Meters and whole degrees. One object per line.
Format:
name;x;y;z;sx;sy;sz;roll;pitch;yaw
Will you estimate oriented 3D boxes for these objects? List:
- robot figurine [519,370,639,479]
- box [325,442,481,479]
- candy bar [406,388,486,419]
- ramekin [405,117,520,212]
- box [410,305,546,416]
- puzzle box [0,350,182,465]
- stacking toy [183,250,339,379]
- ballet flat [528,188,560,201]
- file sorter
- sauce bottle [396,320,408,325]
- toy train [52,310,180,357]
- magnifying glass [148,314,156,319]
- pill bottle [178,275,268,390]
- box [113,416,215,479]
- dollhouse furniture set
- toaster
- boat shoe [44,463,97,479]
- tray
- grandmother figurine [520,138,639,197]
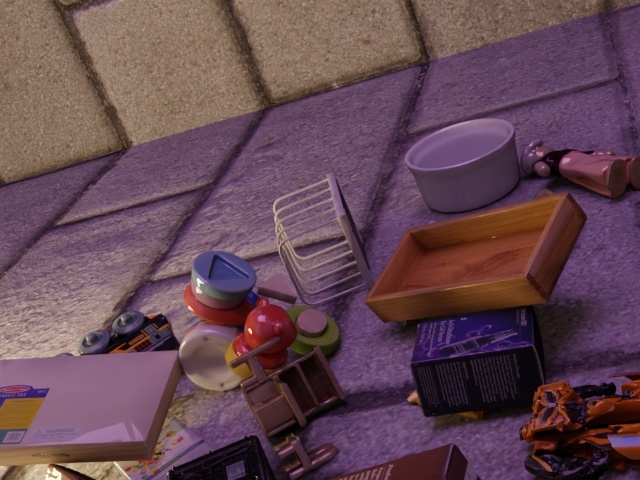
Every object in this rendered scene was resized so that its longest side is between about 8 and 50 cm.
robot figurine;0.428;0.260;1.326;0.291;0.085;0.211;-10;25;25
box;0.029;0.411;1.169;0.381;0.143;0.191;-27;19;33
candy bar;0.219;0.276;1.554;0.161;0.018;0.040;6;36;48
ramekin;0.360;-0.184;2.265;0.277;0.135;0.277;-18;25;9
box;0.266;0.201;1.529;0.207;0.108;0.153;-12;18;15
puzzle box;-0.494;0.324;1.780;0.409;0.052;0.272;-4;30;9
stacking toy;-0.100;0.117;1.816;0.279;0.130;0.309;-10;42;-40
ballet flat;0.421;0.008;1.847;0.123;0.123;0.348;3;33;43
file sorter;0.000;0.000;2.116;0.173;0.193;0.278;-23;23;5
sauce bottle;0.189;0.127;1.867;0.042;0.042;0.128;-3;30;36
toy train;-0.448;0.280;1.981;0.334;0.142;0.190;-33;35;-23
magnifying glass;-0.461;0.253;2.178;0.092;0.026;0.231;-6;30;33
pill bottle;-0.191;0.180;1.940;0.152;0.152;0.272;-13;25;18
box;-0.284;0.406;1.681;0.145;0.038;0.186;-32;25;-23
dollhouse furniture set;-0.038;0.264;1.569;0.161;0.212;0.242;-28;-3;-10
toaster;-0.148;0.418;1.449;0.168;0.110;0.186;-23;23;-2
boat shoe;-0.389;0.480;1.546;0.342;0.123;0.123;8;69;47
tray;0.278;0.041;1.699;0.411;0.076;0.203;-13;36;51
grandmother figurine;0.581;-0.172;2.114;0.208;0.104;0.342;-1;12;-25
